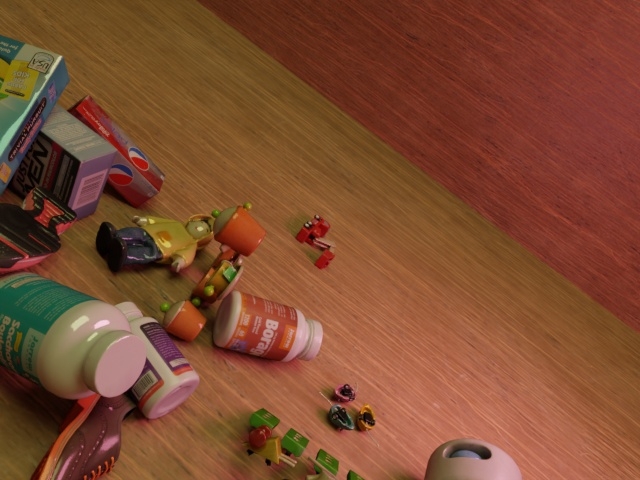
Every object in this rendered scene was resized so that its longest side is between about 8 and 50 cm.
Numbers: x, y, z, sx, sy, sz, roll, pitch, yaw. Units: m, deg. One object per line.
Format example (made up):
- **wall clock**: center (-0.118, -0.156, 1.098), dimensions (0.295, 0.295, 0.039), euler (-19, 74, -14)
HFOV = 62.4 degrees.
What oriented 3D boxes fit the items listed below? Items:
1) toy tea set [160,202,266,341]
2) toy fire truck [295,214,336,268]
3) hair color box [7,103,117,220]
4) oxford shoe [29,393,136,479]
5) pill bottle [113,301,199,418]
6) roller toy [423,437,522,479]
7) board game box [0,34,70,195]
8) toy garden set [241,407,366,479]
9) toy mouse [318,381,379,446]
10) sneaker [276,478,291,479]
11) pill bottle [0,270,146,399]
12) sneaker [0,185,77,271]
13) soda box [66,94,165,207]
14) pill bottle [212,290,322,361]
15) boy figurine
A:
- **toy tea set**: center (-0.241, 0.054, 1.133), dimensions (0.124, 0.200, 0.336), euler (38, 34, -12)
- **toy fire truck**: center (0.000, 0.000, 1.601), dimensions (0.135, 0.047, 0.192), euler (38, 29, 5)
- **hair color box**: center (-0.639, -0.220, 1.135), dimensions (0.374, 0.185, 0.113), euler (37, 31, 4)
- **oxford shoe**: center (-0.341, 0.313, 0.756), dimensions (0.098, 0.097, 0.271), euler (33, 29, -15)
- **pill bottle**: center (-0.310, 0.204, 0.929), dimensions (0.193, 0.108, 0.108), euler (47, 31, 19)
- **roller toy**: center (0.298, 0.497, 1.032), dimensions (0.209, 0.191, 0.146), euler (36, 29, 3)
- **board game box**: center (-0.664, -0.240, 0.972), dimensions (0.254, 0.079, 0.336), euler (17, 62, -7)
- **toy garden set**: center (-0.028, 0.385, 0.906), dimensions (0.244, 0.049, 0.204), euler (32, -10, 9)
- **toy mouse**: center (0.051, 0.361, 1.142), dimensions (0.143, 0.031, 0.161), euler (25, 31, -17)
- **sneaker**: center (-0.045, 0.441, 0.862), dimensions (0.235, 0.097, 0.084), euler (15, 35, -31)
- **pill bottle**: center (-0.391, 0.145, 0.796), dimensions (0.264, 0.146, 0.146), euler (14, 21, 26)
- **sneaker**: center (-0.526, 0.008, 0.918), dimensions (0.116, 0.136, 0.314), euler (43, 5, -16)
- **soda box**: center (-0.495, -0.207, 1.259), dimensions (0.263, 0.083, 0.092), euler (50, 20, -30)
- **pill bottle**: center (-0.110, 0.191, 1.136), dimensions (0.216, 0.121, 0.121), euler (20, 33, -24)
- **boy figurine**: center (-0.349, 0.003, 1.203), dimensions (0.285, 0.092, 0.177), euler (-11, 50, -48)
